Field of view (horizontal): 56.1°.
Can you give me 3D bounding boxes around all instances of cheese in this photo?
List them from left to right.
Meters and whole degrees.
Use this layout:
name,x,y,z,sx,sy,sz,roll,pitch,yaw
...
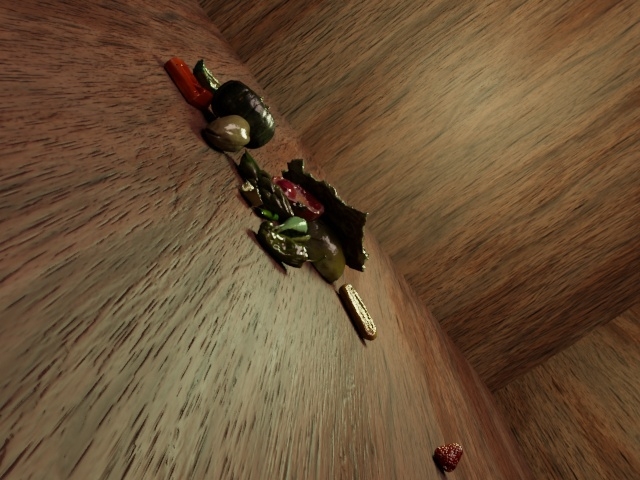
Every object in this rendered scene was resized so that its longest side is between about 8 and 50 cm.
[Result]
name,x,y,z,sx,sy,sz,roll,pitch,yaw
cheese,-0.192,-0.126,1.679,0.060,0.041,0.084,57,-8,-31

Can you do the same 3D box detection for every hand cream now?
name,x,y,z,sx,sy,sz,roll,pitch,yaw
hand cream,-0.155,-0.077,1.728,0.036,0.023,0.122,37,5,20

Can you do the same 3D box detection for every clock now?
name,x,y,z,sx,sy,sz,roll,pitch,yaw
clock,-0.403,-0.486,1.850,0.155,0.061,0.113,53,10,8

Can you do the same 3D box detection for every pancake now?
name,x,y,z,sx,sy,sz,roll,pitch,yaw
pancake,0.021,-0.093,2.008,0.427,0.067,0.304,43,-34,20

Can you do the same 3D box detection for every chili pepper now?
name,x,y,z,sx,sy,sz,roll,pitch,yaw
chili pepper,-0.084,0.029,1.575,0.204,0.073,0.072,37,35,-25

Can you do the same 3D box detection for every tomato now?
name,x,y,z,sx,sy,sz,roll,pitch,yaw
tomato,-0.093,-0.115,1.893,0.189,0.099,0.173,28,20,-22

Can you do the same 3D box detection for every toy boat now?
name,x,y,z,sx,sy,sz,roll,pitch,yaw
toy boat,-0.351,-0.538,2.164,0.293,0.099,0.108,30,26,-49

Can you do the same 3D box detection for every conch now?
name,x,y,z,sx,sy,sz,roll,pitch,yaw
conch,-0.082,-0.011,1.730,0.105,0.079,0.170,49,25,5

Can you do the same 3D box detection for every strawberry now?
name,x,y,z,sx,sy,sz,roll,pitch,yaw
strawberry,0.360,0.603,1.684,0.073,0.083,0.073,46,6,-6

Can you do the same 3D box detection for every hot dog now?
name,x,y,z,sx,sy,sz,roll,pitch,yaw
hot dog,0.118,0.229,1.901,0.066,0.047,0.215,-3,47,-33

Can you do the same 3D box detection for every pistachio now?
name,x,y,z,sx,sy,sz,roll,pitch,yaw
pistachio,-0.273,-0.317,1.765,0.126,0.108,0.185,27,16,6

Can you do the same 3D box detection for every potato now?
name,x,y,z,sx,sy,sz,roll,pitch,yaw
potato,0.000,0.000,1.947,0.271,0.111,0.160,57,8,11

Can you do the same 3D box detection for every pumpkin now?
name,x,y,z,sx,sy,sz,roll,pitch,yaw
pumpkin,-0.245,-0.410,1.940,0.238,0.159,0.238,49,-9,10

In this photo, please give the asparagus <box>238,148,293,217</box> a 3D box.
name,x,y,z,sx,sy,sz,roll,pitch,yaw
asparagus,-0.172,-0.162,1.785,0.287,0.080,0.080,48,7,21
